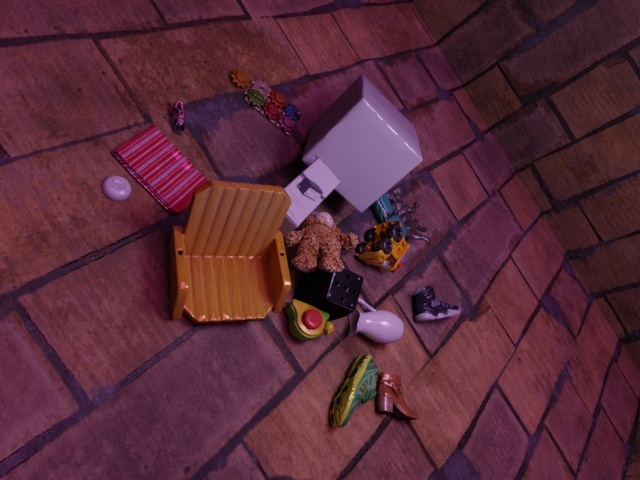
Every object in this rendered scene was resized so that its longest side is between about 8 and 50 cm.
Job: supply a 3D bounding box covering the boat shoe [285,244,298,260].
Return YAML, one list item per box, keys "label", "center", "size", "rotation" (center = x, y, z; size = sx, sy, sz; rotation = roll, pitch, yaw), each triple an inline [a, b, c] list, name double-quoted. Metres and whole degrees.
- label: "boat shoe"
  center: [-0.036, 0.042, 1.761]
  size: [0.229, 0.080, 0.076]
  rotation: [14, 37, -27]

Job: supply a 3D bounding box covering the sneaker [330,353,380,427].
- label: "sneaker"
  center: [0.135, 0.527, 1.635]
  size: [0.123, 0.109, 0.295]
  rotation: [46, 47, -8]

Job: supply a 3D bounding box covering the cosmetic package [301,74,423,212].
- label: "cosmetic package"
  center: [0.164, -0.394, 1.883]
  size: [0.327, 0.329, 0.393]
  rotation: [41, 27, -18]

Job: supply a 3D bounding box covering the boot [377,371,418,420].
- label: "boot"
  center: [0.295, 0.585, 1.768]
  size: [0.197, 0.073, 0.152]
  rotation: [30, 49, -28]

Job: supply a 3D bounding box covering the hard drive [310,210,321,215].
- label: "hard drive"
  center: [0.000, -0.047, 1.864]
  size: [0.094, 0.022, 0.135]
  rotation: [12, 62, -35]

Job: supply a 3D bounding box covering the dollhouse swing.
- label: "dollhouse swing"
  center: [-0.240, 0.042, 1.388]
  size: [0.347, 0.305, 0.314]
  rotation: [3, 61, -30]

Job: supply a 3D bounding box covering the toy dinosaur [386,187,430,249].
- label: "toy dinosaur"
  center: [0.396, -0.085, 2.168]
  size: [0.161, 0.121, 0.313]
  rotation: [-18, 86, -31]

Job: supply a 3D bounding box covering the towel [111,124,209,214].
- label: "towel"
  center: [-0.506, -0.231, 1.533]
  size: [0.275, 0.031, 0.198]
  rotation: [47, 47, -11]

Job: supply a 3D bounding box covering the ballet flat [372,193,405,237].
- label: "ballet flat"
  center: [0.297, -0.102, 2.091]
  size: [0.083, 0.087, 0.247]
  rotation: [-24, 88, -30]

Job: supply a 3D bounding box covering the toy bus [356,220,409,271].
- label: "toy bus"
  center: [0.276, 0.056, 1.977]
  size: [0.220, 0.150, 0.211]
  rotation: [-50, 119, -40]

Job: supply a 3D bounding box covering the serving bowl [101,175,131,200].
- label: "serving bowl"
  center: [-0.609, -0.161, 1.415]
  size: [0.084, 0.027, 0.083]
  rotation: [18, 59, -31]

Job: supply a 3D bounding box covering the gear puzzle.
- label: "gear puzzle"
  center: [-0.219, -0.590, 1.933]
  size: [0.339, 0.044, 0.175]
  rotation: [36, 51, -21]

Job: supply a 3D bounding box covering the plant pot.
- label: "plant pot"
  center: [0.041, 0.168, 1.663]
  size: [0.188, 0.167, 0.187]
  rotation: [26, 71, -26]

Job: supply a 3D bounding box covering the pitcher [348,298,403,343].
- label: "pitcher"
  center: [0.205, 0.303, 1.808]
  size: [0.207, 0.125, 0.177]
  rotation: [15, 44, -21]

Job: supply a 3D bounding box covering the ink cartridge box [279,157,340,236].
- label: "ink cartridge box"
  center: [-0.102, -0.133, 1.683]
  size: [0.129, 0.223, 0.307]
  rotation: [49, 47, -8]

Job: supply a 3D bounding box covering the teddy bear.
- label: "teddy bear"
  center: [0.000, 0.000, 1.630]
  size: [0.338, 0.245, 0.113]
  rotation: [-56, 148, -53]

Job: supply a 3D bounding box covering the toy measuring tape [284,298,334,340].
- label: "toy measuring tape"
  center: [-0.101, 0.259, 1.581]
  size: [0.330, 0.121, 0.121]
  rotation: [23, 55, -18]

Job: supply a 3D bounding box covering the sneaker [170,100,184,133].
- label: "sneaker"
  center: [-0.488, -0.428, 1.626]
  size: [0.047, 0.057, 0.119]
  rotation: [-1, 71, -42]

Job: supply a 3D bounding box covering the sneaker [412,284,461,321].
- label: "sneaker"
  center: [0.510, 0.270, 2.073]
  size: [0.269, 0.101, 0.152]
  rotation: [-1, 73, -37]
